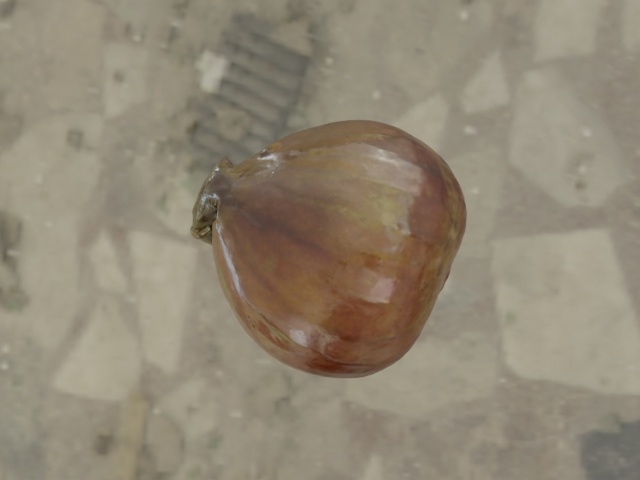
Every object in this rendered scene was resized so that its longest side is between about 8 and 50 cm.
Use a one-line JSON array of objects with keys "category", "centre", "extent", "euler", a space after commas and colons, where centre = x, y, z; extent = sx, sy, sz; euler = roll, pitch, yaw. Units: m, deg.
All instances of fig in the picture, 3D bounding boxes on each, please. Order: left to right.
[{"category": "fig", "centre": [0.001, 0.000, 1.287], "extent": [0.205, 0.205, 0.205], "euler": [-6, 80, 39]}]
